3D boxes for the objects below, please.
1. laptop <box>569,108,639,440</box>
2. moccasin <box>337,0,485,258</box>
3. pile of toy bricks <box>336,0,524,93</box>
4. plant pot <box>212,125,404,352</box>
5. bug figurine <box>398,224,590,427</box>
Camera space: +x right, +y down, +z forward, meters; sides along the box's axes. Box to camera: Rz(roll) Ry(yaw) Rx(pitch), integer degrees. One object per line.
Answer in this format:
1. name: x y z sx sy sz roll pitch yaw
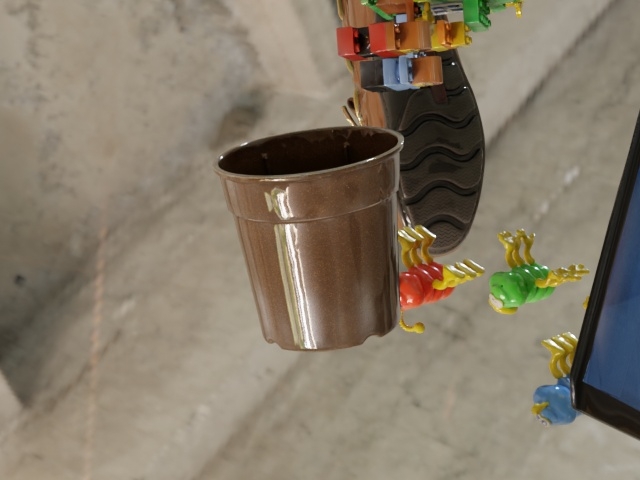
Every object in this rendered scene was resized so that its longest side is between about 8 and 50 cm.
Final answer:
1. laptop: 0.257 -0.012 0.728 0.234 0.264 0.137 27 -140 -49
2. moccasin: 0.091 -0.162 1.842 0.139 0.147 0.380 -14 -99 -22
3. pile of toy bricks: 0.081 -0.150 0.940 0.212 0.105 0.118 -3 -92 -73
4. plant pot: 0.000 0.000 1.375 0.167 0.167 0.165 -22 -69 -40
5. bug figurine: 0.193 0.080 1.455 0.216 0.279 0.072 -11 -52 -42
